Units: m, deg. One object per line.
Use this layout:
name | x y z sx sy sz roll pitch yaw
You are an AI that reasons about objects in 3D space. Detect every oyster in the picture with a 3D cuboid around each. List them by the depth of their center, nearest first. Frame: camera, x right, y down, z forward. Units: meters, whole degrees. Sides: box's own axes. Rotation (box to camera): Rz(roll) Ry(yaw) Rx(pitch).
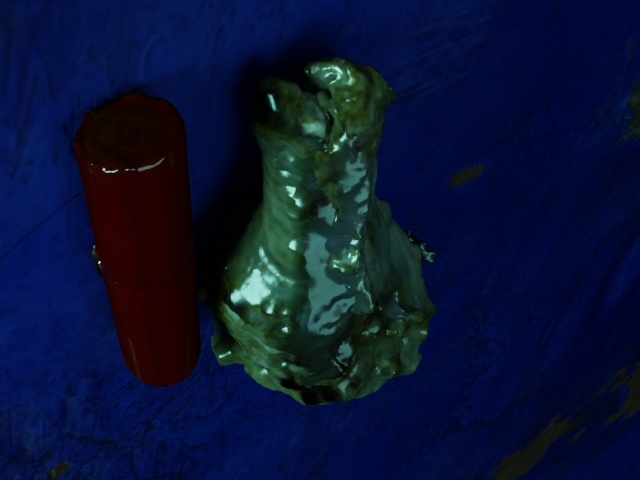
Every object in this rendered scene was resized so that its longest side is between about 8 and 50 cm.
oyster | 0.008 0.001 1.037 0.198 0.133 0.337 -4 128 -13

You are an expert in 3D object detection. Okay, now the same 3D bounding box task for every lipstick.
lipstick | -0.122 0.010 0.953 0.073 0.073 0.279 -31 152 -21
